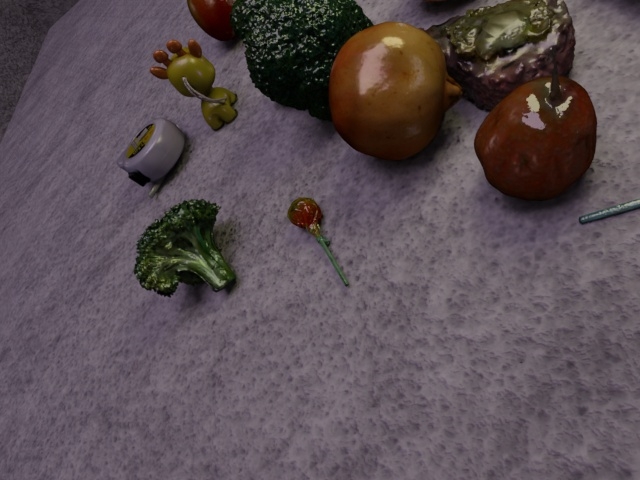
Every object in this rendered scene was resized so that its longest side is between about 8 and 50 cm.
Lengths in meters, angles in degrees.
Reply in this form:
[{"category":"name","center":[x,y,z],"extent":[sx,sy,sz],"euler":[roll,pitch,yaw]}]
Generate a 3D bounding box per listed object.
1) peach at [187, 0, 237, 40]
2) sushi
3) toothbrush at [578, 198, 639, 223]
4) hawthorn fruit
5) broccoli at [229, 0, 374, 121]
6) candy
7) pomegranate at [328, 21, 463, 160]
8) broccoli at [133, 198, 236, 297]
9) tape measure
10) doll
[{"category":"peach","center":[-0.280,-0.661,1.199],"extent":[0.197,0.197,0.197],"euler":[-16,57,27]},{"category":"sushi","center":[0.278,-0.312,0.665],"extent":[0.161,0.107,0.241],"euler":[-39,49,7]},{"category":"toothbrush","center":[0.396,-0.051,0.496],"extent":[0.167,0.014,0.011],"euler":[-20,65,26]},{"category":"hawthorn fruit","center":[0.280,-0.129,0.523],"extent":[0.149,0.189,0.149],"euler":[2,78,-10]},{"category":"broccoli","center":[-0.029,-0.367,0.836],"extent":[0.297,0.298,0.297],"euler":[-66,16,-12]},{"category":"candy","center":[0.000,0.000,0.729],"extent":[0.060,0.060,0.201],"euler":[-39,57,12]},{"category":"pomegranate","center":[0.106,-0.230,0.671],"extent":[0.209,0.209,0.209],"euler":[-16,57,27]},{"category":"broccoli","center":[-0.246,0.028,0.824],"extent":[0.194,0.194,0.220],"euler":[26,59,41]},{"category":"tape measure","center":[-0.441,-0.230,1.129],"extent":[0.196,0.105,0.178],"euler":[-48,41,2]},{"category":"doll","center":[-0.306,-0.387,1.039],"extent":[0.143,0.221,0.135],"euler":[-20,52,21]}]
